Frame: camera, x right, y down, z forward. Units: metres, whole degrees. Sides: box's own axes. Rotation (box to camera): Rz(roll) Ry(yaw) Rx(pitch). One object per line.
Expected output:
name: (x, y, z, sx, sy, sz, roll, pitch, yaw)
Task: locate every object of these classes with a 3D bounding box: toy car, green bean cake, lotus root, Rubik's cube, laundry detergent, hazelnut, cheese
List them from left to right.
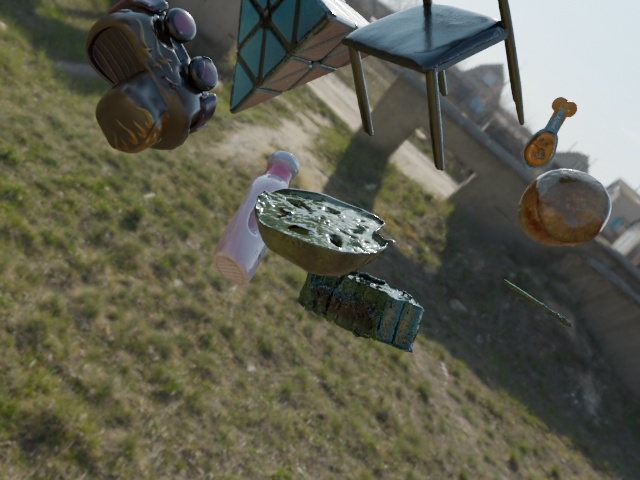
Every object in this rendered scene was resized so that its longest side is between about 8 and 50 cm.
toy car: (-0.406, -0.359, 1.556, 0.240, 0.271, 0.340, -42, 110, -45)
laundry detergent: (-0.143, -0.066, 1.620, 0.088, 0.335, 0.159, 14, -30, 16)
Rubik's cube: (-0.033, -0.347, 1.133, 0.229, 0.233, 0.228, 11, -34, 18)
lotus root: (-0.004, -0.002, 0.978, 0.204, 0.077, 0.183, 25, 26, 24)
green bean cake: (0.075, 0.119, 1.280, 0.194, 0.107, 0.208, 22, 3, -16)
cheese: (0.321, -0.148, 0.981, 0.047, 0.111, 0.017, 19, 24, -13)
hazelnut: (0.422, -0.047, 1.215, 0.150, 0.150, 0.150, 38, 17, -13)

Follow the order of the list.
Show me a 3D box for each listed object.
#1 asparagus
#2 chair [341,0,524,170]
asparagus: (0.440, 0.128, 1.411, 0.166, 0.013, 0.016, 34, 23, 3)
chair: (0.139, -0.259, 0.891, 0.188, 0.166, 0.272, 36, -32, 47)
